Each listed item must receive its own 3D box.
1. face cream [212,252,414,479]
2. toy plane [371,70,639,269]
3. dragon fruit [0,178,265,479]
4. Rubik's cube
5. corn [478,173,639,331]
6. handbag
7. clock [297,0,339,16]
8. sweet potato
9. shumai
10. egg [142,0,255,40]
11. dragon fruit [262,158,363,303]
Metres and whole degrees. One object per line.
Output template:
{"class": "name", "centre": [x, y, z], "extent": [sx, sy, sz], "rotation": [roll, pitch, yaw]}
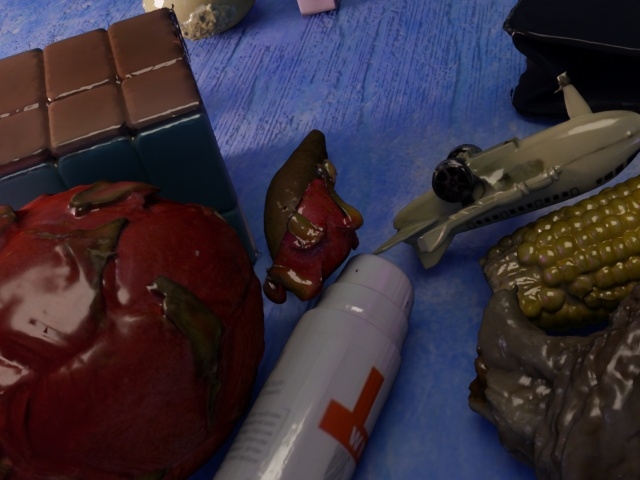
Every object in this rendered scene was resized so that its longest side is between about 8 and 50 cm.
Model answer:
{"class": "face cream", "centre": [-0.009, 0.152, 0.589], "extent": [0.102, 0.102, 0.346], "rotation": [12, 52, 26]}
{"class": "toy plane", "centre": [0.171, -0.055, 0.672], "extent": [0.256, 0.104, 0.242], "rotation": [-36, 0, 26]}
{"class": "dragon fruit", "centre": [-0.188, 0.090, 0.588], "extent": [0.342, 0.277, 0.277], "rotation": [-27, 44, -23]}
{"class": "Rubik's cube", "centre": [-0.218, -0.083, 0.791], "extent": [0.224, 0.231, 0.221], "rotation": [-20, 45, -6]}
{"class": "corn", "centre": [0.315, -0.006, 0.626], "extent": [0.346, 0.130, 0.130], "rotation": [-19, 44, 5]}
{"class": "handbag", "centre": [0.411, -0.260, 0.855], "extent": [0.329, 0.122, 0.303], "rotation": [13, 50, 27]}
{"class": "clock", "centre": [-0.009, -0.478, 1.172], "extent": [0.063, 0.150, 0.197], "rotation": [-6, 45, 15]}
{"class": "sweet potato", "centre": [-0.028, -0.047, 0.809], "extent": [0.077, 0.077, 0.244], "rotation": [-8, 44, 8]}
{"class": "shumai", "centre": [0.205, 0.112, 0.549], "extent": [0.206, 0.166, 0.175], "rotation": [-41, 27, -24]}
{"class": "egg", "centre": [-0.189, -0.406, 1.151], "extent": [0.201, 0.164, 0.164], "rotation": [-36, 47, -12]}
{"class": "dragon fruit", "centre": [-0.002, 0.005, 0.661], "extent": [0.068, 0.112, 0.126], "rotation": [25, 52, 2]}
